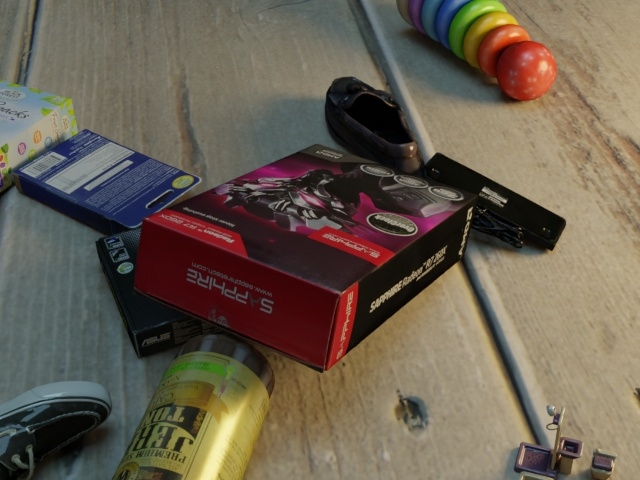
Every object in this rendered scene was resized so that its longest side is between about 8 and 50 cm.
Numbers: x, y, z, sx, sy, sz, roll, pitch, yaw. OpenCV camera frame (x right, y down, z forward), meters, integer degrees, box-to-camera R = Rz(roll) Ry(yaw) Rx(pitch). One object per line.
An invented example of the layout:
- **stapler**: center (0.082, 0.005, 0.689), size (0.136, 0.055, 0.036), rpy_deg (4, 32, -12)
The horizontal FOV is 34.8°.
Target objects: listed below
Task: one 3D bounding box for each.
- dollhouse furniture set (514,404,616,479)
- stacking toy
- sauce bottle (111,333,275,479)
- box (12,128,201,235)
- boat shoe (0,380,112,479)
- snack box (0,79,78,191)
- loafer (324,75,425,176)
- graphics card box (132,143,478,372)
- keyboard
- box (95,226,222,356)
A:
- **dollhouse furniture set**: center (0.221, 0.211, 0.933), size (0.091, 0.081, 0.114), rpy_deg (12, 40, 16)
- **stacking toy**: center (0.258, -0.330, 1.608), size (0.141, 0.141, 0.330), rpy_deg (-19, 46, -21)
- **sauce bottle**: center (-0.132, 0.229, 0.898), size (0.111, 0.111, 0.344), rpy_deg (7, 37, 10)
- **box**: center (-0.281, -0.074, 1.356), size (0.225, 0.036, 0.136), rpy_deg (23, 44, 30)
- **boat shoe**: center (-0.300, 0.202, 0.973), size (0.219, 0.077, 0.070), rpy_deg (-19, 46, -16)
- **snack box**: center (-0.474, -0.145, 1.428), size (0.175, 0.070, 0.207), rpy_deg (16, 39, 22)
- **loafer**: center (0.080, -0.163, 1.411), size (0.109, 0.095, 0.302), rpy_deg (-12, 39, -11)
- **graphics card box**: center (0.000, 0.000, 1.125), size (0.233, 0.094, 0.371), rpy_deg (20, 24, 24)
- **keyboard**: center (0.208, -0.038, 1.284), size (0.192, 0.038, 0.100), rpy_deg (29, 38, 11)
- **box**: center (-0.150, 0.040, 1.198), size (0.191, 0.045, 0.184), rpy_deg (-15, 37, -16)
